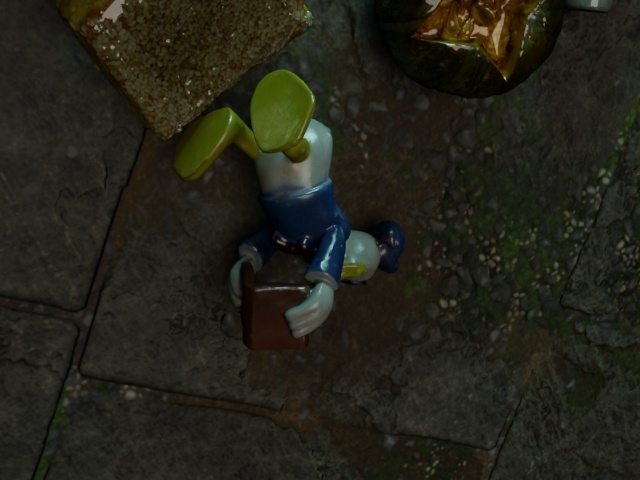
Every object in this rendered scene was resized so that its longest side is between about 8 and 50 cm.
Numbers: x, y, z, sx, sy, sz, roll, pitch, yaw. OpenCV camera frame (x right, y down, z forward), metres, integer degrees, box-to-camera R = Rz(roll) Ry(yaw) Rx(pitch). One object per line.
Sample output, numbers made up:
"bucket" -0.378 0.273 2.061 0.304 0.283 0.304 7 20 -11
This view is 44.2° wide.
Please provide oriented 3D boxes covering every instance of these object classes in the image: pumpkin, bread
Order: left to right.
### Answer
"bread" -0.140 -0.250 0.840 0.234 0.110 0.184 -40 141 -8
"pumpkin" 0.176 -0.289 0.942 0.238 0.159 0.238 -2 105 -7

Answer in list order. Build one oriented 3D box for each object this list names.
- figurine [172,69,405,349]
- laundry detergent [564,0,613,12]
"figurine" 0.000 0.000 0.932 0.338 0.204 0.283 24 72 -47
"laundry detergent" 0.352 -0.492 0.975 0.264 0.125 0.398 1 107 -22
